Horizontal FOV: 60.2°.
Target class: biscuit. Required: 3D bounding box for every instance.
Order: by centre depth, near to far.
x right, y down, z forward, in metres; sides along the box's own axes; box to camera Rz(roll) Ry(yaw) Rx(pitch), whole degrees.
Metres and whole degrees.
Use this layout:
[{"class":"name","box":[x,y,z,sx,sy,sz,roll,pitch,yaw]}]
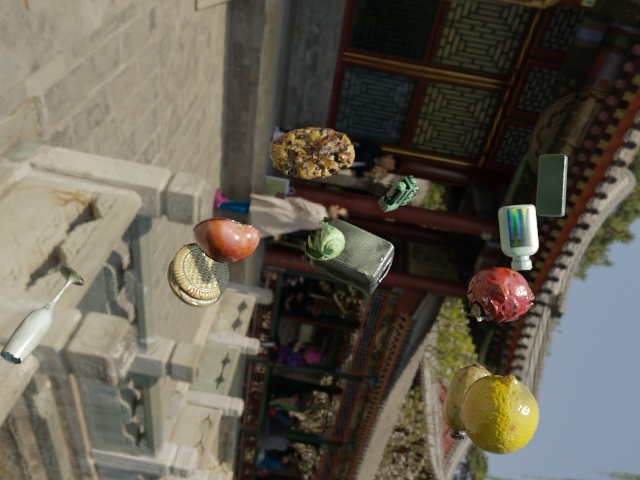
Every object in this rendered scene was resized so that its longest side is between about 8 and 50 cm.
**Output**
[{"class":"biscuit","box":[-0.470,0.131,2.140,0.079,0.259,0.259,-37,-147,43]},{"class":"biscuit","box":[-0.032,-0.353,2.158,0.081,0.334,0.289,91,-6,-47]}]

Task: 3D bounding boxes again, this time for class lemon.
[{"class":"lemon","box":[0.551,0.531,1.706,0.228,0.228,0.253,-80,-178,-51]}]

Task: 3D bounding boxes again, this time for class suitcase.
[{"class":"suitcase","box":[0.103,0.050,2.033,0.202,0.312,0.128,-52,158,-31]}]

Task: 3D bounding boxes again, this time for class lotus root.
[{"class":"lotus root","box":[0.540,0.595,2.037,0.146,0.160,0.284,137,-25,-75]}]

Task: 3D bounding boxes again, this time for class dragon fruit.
[{"class":"dragon fruit","box":[0.525,0.159,1.630,0.172,0.209,0.172,28,-58,59]}]

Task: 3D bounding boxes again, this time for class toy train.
[{"class":"toy train","box":[0.295,-0.175,2.057,0.071,0.111,0.170,62,-27,17]}]

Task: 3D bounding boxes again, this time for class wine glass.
[{"class":"wine glass","box":[-0.648,0.176,1.287,0.074,0.074,0.262,101,6,-46]}]

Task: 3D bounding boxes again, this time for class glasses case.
[{"class":"glasses case","box":[0.696,-0.165,1.662,0.039,0.078,0.184,4,89,-56]}]

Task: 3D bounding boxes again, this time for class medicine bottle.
[{"class":"medicine bottle","box":[0.706,-0.009,1.965,0.083,0.121,0.229,79,7,-84]}]

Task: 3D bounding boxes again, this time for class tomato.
[{"class":"tomato","box":[-0.313,0.020,1.824,0.199,0.228,0.112,-35,-130,45]}]

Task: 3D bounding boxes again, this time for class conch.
[{"class":"conch","box":[0.000,0.000,1.406,0.170,0.106,0.079,-128,-161,-66]}]
